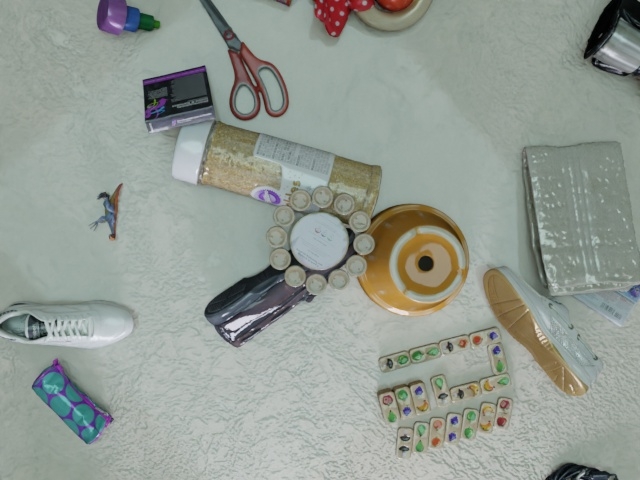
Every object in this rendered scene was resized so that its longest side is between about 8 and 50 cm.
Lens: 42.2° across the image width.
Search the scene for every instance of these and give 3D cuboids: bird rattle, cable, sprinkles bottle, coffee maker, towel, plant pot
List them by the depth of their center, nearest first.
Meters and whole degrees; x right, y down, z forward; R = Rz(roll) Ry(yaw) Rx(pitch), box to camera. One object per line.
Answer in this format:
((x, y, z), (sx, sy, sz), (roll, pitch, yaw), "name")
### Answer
((0.169, 0.036, 1.435), (0.205, 0.188, 0.205), (0, 91, -4), "plant pot")
((-0.075, -0.121, 1.451), (0.355, 0.121, 0.121), (15, 90, -4), "sprinkles bottle")
((0.106, -0.457, 1.459), (0.207, 0.143, 0.253), (30, 92, -20), "bird rattle")
((0.591, -0.362, 1.489), (0.178, 0.120, 0.171), (28, 89, -4), "coffee maker")
((0.475, -0.041, 1.509), (0.187, 0.049, 0.282), (-4, 81, -5), "towel")
((0.479, 0.510, 1.536), (0.150, 0.047, 0.184), (7, 91, -4), "cable")

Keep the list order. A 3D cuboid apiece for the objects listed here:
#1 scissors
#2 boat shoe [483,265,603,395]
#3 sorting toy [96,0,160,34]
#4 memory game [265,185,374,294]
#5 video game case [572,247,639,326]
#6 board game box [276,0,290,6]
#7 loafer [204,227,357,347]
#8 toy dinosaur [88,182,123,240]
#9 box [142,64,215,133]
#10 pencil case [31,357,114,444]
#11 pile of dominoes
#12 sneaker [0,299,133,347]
((-0.146, -0.356, 1.495), (0.109, 0.021, 0.297), (-19, 91, -1), "scissors")
((0.406, 0.148, 1.508), (0.096, 0.098, 0.277), (-37, 90, -25), "boat shoe")
((-0.305, -0.537, 1.455), (0.126, 0.127, 0.365), (5, 94, -33), "sorting toy")
((0.000, 0.000, 1.399), (0.186, 0.012, 0.186), (0, 95, -2), "memory game")
((0.532, 0.059, 1.544), (0.157, 0.019, 0.143), (32, 89, -3), "video game case")
((-0.092, -0.537, 1.479), (0.147, 0.045, 0.193), (18, 90, -4), "board game box")
((-0.057, 0.084, 1.477), (0.302, 0.109, 0.095), (-30, 112, 3), "loafer")
((-0.371, -0.044, 1.476), (0.090, 0.047, 0.082), (-30, 111, -13), "toy dinosaur")
((-0.245, -0.244, 1.426), (0.116, 0.162, 0.029), (-14, 127, -3), "box")
((-0.437, 0.285, 1.464), (0.151, 0.064, 0.070), (45, 104, -4), "pencil case")
((0.234, 0.284, 1.519), (0.251, 0.040, 0.196), (-15, 92, -3), "pile of dominoes")
((-0.447, 0.151, 1.447), (0.235, 0.095, 0.090), (-1, 90, -5), "sneaker")
